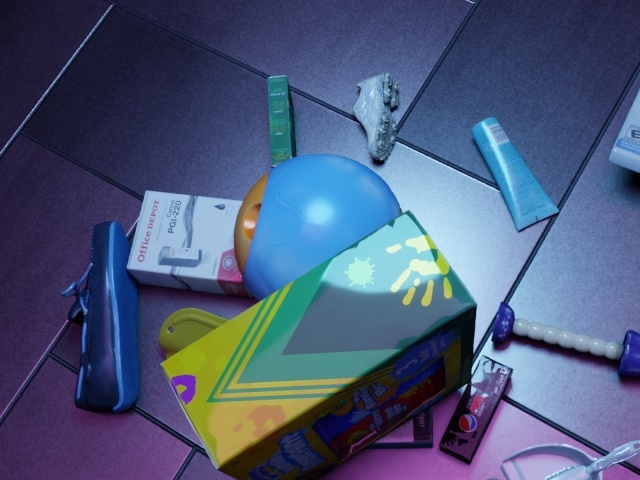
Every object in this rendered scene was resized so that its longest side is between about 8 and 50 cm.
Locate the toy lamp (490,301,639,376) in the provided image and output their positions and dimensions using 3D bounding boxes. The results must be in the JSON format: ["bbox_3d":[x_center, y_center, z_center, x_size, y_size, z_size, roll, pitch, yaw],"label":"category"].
[{"bbox_3d":[0.424,0.165,1.555,0.275,0.080,0.080,14,72,12],"label":"toy lamp"}]

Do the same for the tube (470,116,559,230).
[{"bbox_3d":[0.341,-0.123,1.696,0.080,0.052,0.207,-27,73,3],"label":"tube"}]

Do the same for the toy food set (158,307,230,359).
[{"bbox_3d":[-0.171,0.193,1.643,0.218,0.071,0.128,20,97,17],"label":"toy food set"}]

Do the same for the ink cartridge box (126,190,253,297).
[{"bbox_3d":[-0.220,0.005,1.703,0.218,0.092,0.158,6,70,12],"label":"ink cartridge box"}]

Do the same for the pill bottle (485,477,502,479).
[{"bbox_3d":[0.183,0.508,1.402,0.323,0.181,0.181,-32,68,-4],"label":"pill bottle"}]

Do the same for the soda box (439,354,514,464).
[{"bbox_3d":[0.254,0.276,1.549,0.060,0.053,0.168,24,74,17],"label":"soda box"}]

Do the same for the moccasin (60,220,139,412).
[{"bbox_3d":[-0.394,0.129,1.658,0.117,0.137,0.341,-9,67,10],"label":"moccasin"}]

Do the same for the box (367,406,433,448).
[{"bbox_3d":[0.063,0.292,1.567,0.245,0.060,0.100,-2,69,7],"label":"box"}]

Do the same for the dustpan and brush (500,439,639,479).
[{"bbox_3d":[0.409,0.367,1.488,0.211,0.060,0.147,-25,68,-2],"label":"dustpan and brush"}]

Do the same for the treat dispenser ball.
[{"bbox_3d":[0.000,0.000,1.565,0.288,0.288,0.288,-3,69,7],"label":"treat dispenser ball"}]

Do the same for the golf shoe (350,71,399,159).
[{"bbox_3d":[0.097,-0.227,1.771,0.086,0.069,0.176,-5,64,28],"label":"golf shoe"}]

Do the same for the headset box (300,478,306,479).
[{"bbox_3d":[-0.077,0.479,1.432,0.293,0.218,0.110,-34,69,-6],"label":"headset box"}]

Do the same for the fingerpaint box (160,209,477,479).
[{"bbox_3d":[0.026,0.192,1.338,0.371,0.445,0.163,-31,69,-5],"label":"fingerpaint box"}]

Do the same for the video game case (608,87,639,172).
[{"bbox_3d":[0.697,-0.183,1.620,0.329,0.036,0.300,23,55,16],"label":"video game case"}]

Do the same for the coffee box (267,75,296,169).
[{"bbox_3d":[-0.069,-0.196,1.747,0.041,0.113,0.184,-5,67,3],"label":"coffee box"}]
